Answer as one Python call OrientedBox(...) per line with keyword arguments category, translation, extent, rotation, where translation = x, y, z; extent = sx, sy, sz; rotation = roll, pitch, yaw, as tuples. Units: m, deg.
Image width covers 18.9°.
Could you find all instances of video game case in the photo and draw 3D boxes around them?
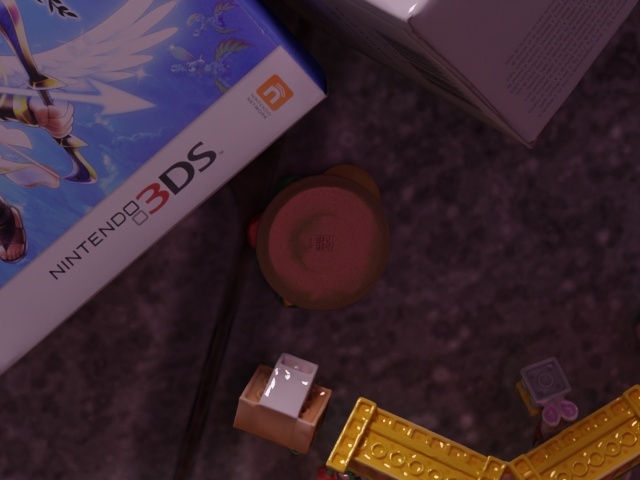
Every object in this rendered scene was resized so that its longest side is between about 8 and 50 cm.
OrientedBox(category="video game case", translation=(-0.173, -0.102, 1.022), extent=(0.244, 0.061, 0.269), rotation=(-40, 104, 10))

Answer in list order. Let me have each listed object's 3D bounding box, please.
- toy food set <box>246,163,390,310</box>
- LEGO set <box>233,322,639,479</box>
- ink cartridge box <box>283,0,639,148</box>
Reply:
OrientedBox(category="toy food set", translation=(0.000, 0.000, 1.122), extent=(0.082, 0.020, 0.083), rotation=(-15, 100, -10))
OrientedBox(category="LEGO set", translation=(0.095, 0.129, 1.138), extent=(0.287, 0.107, 0.132), rotation=(-8, 64, -6))
OrientedBox(category="ink cartridge box", translation=(0.088, -0.249, 1.030), extent=(0.309, 0.272, 0.130), rotation=(-53, 134, -1))
